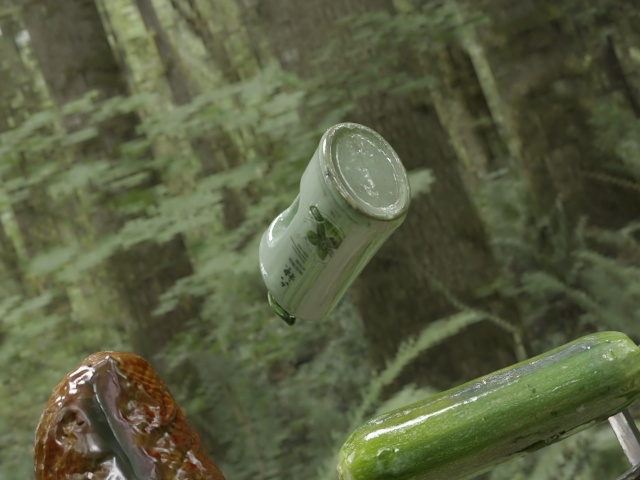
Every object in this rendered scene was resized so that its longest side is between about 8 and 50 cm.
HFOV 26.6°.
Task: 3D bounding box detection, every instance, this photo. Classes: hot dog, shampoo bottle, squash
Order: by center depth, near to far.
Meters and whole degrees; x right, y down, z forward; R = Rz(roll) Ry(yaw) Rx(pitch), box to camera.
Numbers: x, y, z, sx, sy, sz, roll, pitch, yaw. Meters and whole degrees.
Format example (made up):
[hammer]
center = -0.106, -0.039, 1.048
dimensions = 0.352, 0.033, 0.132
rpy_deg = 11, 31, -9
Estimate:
[squash]
center = 0.120, 0.124, 0.939
dimensions = 0.229, 0.066, 0.066
rpy_deg = -22, -3, -5
[hot dog]
center = -0.154, 0.204, 1.164
dimensions = 0.160, 0.227, 0.099
rpy_deg = -9, -26, -44
[shampoo bottle]
center = 0.000, 0.000, 1.338
dimensions = 0.087, 0.118, 0.234
rpy_deg = -6, -31, -31

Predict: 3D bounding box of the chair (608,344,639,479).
[chair]
center = 0.321, 0.200, 1.103
dimensions = 0.240, 0.416, 0.203
rpy_deg = 25, -59, -42
